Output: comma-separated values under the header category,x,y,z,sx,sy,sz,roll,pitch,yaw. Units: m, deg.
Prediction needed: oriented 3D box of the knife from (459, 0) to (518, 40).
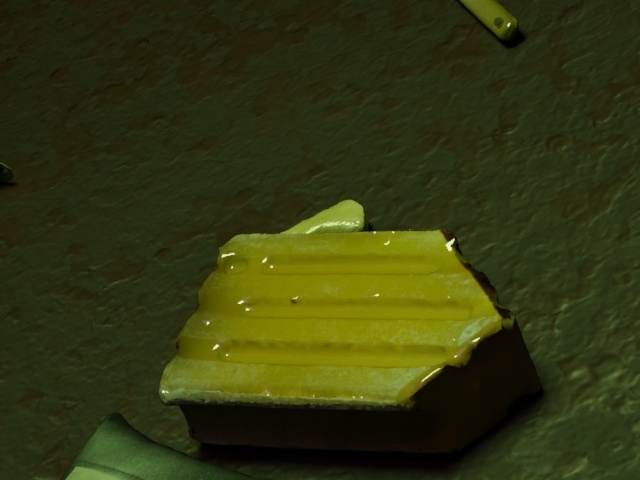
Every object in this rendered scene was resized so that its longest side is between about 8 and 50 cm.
category,x,y,z,sx,sy,sz,roll,pitch,yaw
knife,0.120,-0.244,1.602,0.046,0.022,0.256,-60,35,18

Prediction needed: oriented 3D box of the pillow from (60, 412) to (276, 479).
category,x,y,z,sx,sy,sz,roll,pitch,yaw
pillow,-0.147,0.238,1.184,0.186,0.106,0.250,17,62,41

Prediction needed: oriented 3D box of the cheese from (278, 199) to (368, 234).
category,x,y,z,sx,sy,sz,roll,pitch,yaw
cheese,0.000,0.000,1.410,0.083,0.030,0.044,-28,33,-9

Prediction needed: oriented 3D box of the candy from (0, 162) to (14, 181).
category,x,y,z,sx,sy,sz,roll,pitch,yaw
candy,-0.357,-0.063,1.672,0.175,0.045,0.043,-2,80,26

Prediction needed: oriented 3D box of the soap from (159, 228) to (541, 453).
category,x,y,z,sx,sy,sz,roll,pitch,yaw
soap,0.029,0.071,1.280,0.258,0.080,0.160,0,49,29
